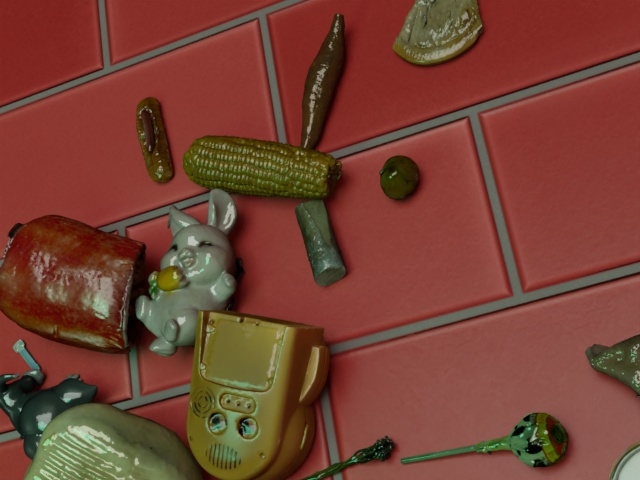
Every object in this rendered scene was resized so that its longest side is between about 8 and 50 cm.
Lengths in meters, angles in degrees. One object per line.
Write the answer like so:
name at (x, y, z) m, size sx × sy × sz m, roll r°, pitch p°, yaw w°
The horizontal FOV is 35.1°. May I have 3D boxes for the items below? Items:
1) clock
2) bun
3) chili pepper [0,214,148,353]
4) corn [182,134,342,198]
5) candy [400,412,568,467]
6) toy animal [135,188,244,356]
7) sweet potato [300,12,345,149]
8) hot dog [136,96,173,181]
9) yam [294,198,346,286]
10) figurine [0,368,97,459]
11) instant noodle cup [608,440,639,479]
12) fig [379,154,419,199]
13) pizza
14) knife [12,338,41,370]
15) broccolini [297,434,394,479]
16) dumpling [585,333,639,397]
clock at (-0.129, 0.296, 1.877) m, size 0.244 × 0.200 × 0.317 m, roll 9°, pitch 83°, yaw 27°
bun at (-0.395, 0.473, 1.891) m, size 0.361 × 0.213 × 0.361 m, roll 0°, pitch 90°, yaw 6°
chili pepper at (-0.482, 0.093, 2.088) m, size 0.305 × 0.229 × 0.251 m, roll 13°, pitch 74°, yaw 15°
corn at (-0.126, -0.150, 2.058) m, size 0.363 × 0.120 × 0.120 m, roll 7°, pitch 74°, yaw 26°
candy at (0.278, 0.365, 1.750) m, size 0.305 × 0.083 × 0.091 m, roll -17°, pitch 61°, yaw 24°
toy animal at (-0.256, 0.066, 2.022) m, size 0.208 × 0.154 × 0.325 m, roll -17°, pitch 53°, yaw 29°
sweet potato at (-0.003, -0.320, 2.105) m, size 0.072 × 0.066 × 0.314 m, roll 13°, pitch 80°, yaw 33°
hot dog at (-0.373, -0.224, 2.230) m, size 0.066 × 0.047 × 0.216 m, roll -21°, pitch 65°, yaw 17°
yam at (0.000, 0.000, 1.988) m, size 0.068 × 0.068 × 0.169 m, roll -23°, pitch 66°, yaw 13°
figurine at (-0.579, 0.330, 2.071) m, size 0.265 × 0.140 × 0.193 m, roll 34°, pitch 69°, yaw 14°
instant noodle cup at (0.541, 0.399, 1.564) m, size 0.215 × 0.172 × 0.216 m, roll -7°, pitch 71°, yaw 21°
fig at (0.150, -0.130, 1.955) m, size 0.084 × 0.098 × 0.082 m, roll -36°, pitch 60°, yaw -6°
pizza at (0.256, -0.476, 2.071) m, size 0.181 × 0.034 × 0.262 m, roll 10°, pitch 76°, yaw 26°
knife at (-0.633, 0.253, 2.187) m, size 0.027 × 0.010 × 0.096 m, roll -46°, pitch 64°, yaw 1°
broccolini at (0.036, 0.409, 1.850) m, size 0.218 × 0.044 × 0.042 m, roll -24°, pitch 80°, yaw 19°
dumpling at (0.588, 0.220, 1.619) m, size 0.166 × 0.086 × 0.332 m, roll -27°, pitch 39°, yaw -18°
